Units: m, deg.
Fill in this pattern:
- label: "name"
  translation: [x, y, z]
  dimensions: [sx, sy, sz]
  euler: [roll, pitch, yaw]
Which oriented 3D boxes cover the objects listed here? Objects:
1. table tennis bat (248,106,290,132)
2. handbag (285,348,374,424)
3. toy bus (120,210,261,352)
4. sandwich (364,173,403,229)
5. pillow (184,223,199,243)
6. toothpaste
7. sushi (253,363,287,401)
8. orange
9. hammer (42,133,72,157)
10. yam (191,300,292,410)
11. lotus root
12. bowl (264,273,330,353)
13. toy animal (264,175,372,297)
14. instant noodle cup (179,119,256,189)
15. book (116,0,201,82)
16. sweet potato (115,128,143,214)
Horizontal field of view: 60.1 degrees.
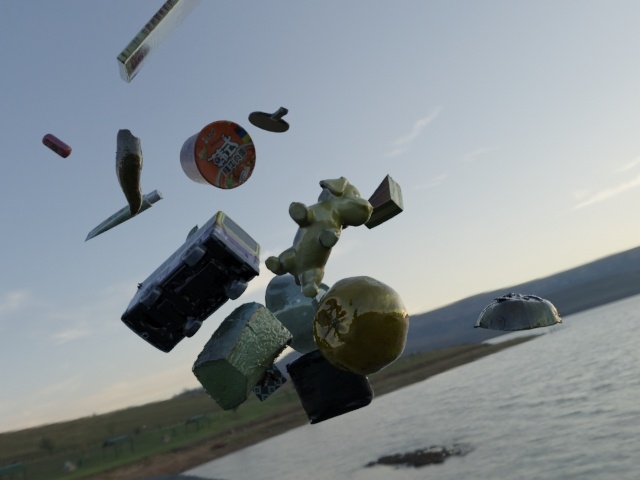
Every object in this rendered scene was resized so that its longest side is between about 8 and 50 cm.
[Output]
- label: "table tennis bat"
  translation: [-0.109, -0.271, 1.245]
  dimensions: [0.095, 0.014, 0.158]
  euler: [20, -11, -22]
- label: "handbag"
  translation: [0.028, 0.458, 1.782]
  dimensions: [0.247, 0.223, 0.080]
  euler: [-24, 2, 17]
- label: "toy bus"
  translation: [-0.413, 0.132, 1.789]
  dimensions: [0.440, 0.209, 0.249]
  euler: [-41, 21, 16]
- label: "sandwich"
  translation: [0.245, -0.160, 2.329]
  dimensions: [0.187, 0.144, 0.117]
  euler: [-28, -44, 24]
- label: "pillow"
  translation: [-0.481, 0.100, 2.082]
  dimensions: [0.075, 0.185, 0.302]
  euler: [9, -38, -1]
- label: "toothpaste"
  translation: [-0.708, -0.090, 1.980]
  dimensions: [0.314, 0.056, 0.058]
  euler: [-30, -15, 6]
- label: "sushi"
  translation: [-0.183, 0.441, 1.800]
  dimensions: [0.126, 0.120, 0.026]
  euler: [-42, -8, 16]
- label: "orange"
  translation: [0.106, 0.234, 1.534]
  dimensions: [0.279, 0.279, 0.235]
  euler: [-25, -18, 29]
- label: "hammer"
  translation: [-0.741, -0.265, 1.556]
  dimensions: [0.043, 0.083, 0.043]
  euler: [-55, 5, 7]
- label: "yam"
  translation: [-0.235, 0.331, 1.579]
  dimensions: [0.201, 0.202, 0.271]
  euler: [-32, 14, 28]
- label: "lotus root"
  translation: [0.460, 0.163, 1.298]
  dimensions: [0.204, 0.078, 0.183]
  euler: [-4, -3, -17]
- label: "bowl"
  translation: [-0.031, 0.225, 1.936]
  dimensions: [0.146, 0.313, 0.313]
  euler: [-35, -22, 31]
- label: "toy animal"
  translation: [0.001, -0.008, 1.029]
  dimensions: [0.233, 0.121, 0.168]
  euler: [-62, -11, 7]
- label: "instant noodle cup"
  translation: [-0.390, -0.309, 2.051]
  dimensions: [0.250, 0.250, 0.192]
  euler: [-6, 6, -37]
- label: "book"
  translation: [-0.277, -0.385, 0.983]
  dimensions: [0.232, 0.022, 0.162]
  euler: [-51, 14, -8]
- label: "sweet potato"
  translation: [-0.531, -0.193, 1.549]
  dimensions: [0.077, 0.243, 0.077]
  euler: [-5, 1, 0]
